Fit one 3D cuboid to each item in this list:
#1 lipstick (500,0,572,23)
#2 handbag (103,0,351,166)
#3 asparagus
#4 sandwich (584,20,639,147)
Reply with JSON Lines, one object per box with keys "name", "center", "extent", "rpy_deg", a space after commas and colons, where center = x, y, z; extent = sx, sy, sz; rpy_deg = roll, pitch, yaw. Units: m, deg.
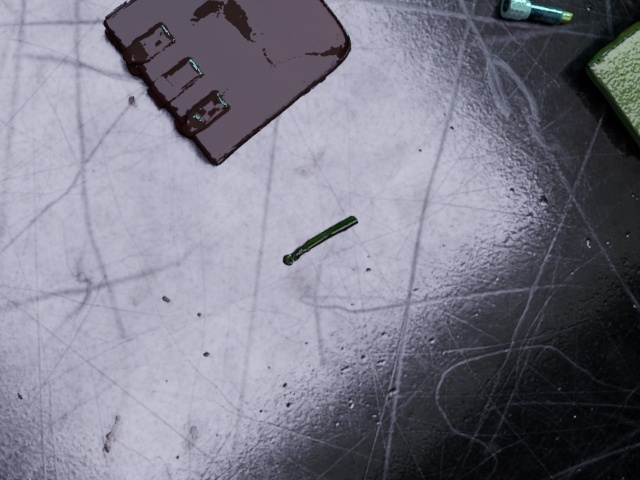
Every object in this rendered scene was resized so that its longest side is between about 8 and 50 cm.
{"name": "lipstick", "center": [0.333, -0.346, 1.538], "extent": [0.116, 0.037, 0.037], "rpy_deg": [8, 91, -16]}
{"name": "handbag", "center": [-0.128, -0.281, 1.420], "extent": [0.275, 0.084, 0.260], "rpy_deg": [-42, 100, -7]}
{"name": "asparagus", "center": [0.000, 0.000, 1.494], "extent": [0.127, 0.015, 0.018], "rpy_deg": [-31, 97, -9]}
{"name": "sandwich", "center": [0.561, -0.261, 1.551], "extent": [0.245, 0.063, 0.212], "rpy_deg": [-36, 102, 10]}
